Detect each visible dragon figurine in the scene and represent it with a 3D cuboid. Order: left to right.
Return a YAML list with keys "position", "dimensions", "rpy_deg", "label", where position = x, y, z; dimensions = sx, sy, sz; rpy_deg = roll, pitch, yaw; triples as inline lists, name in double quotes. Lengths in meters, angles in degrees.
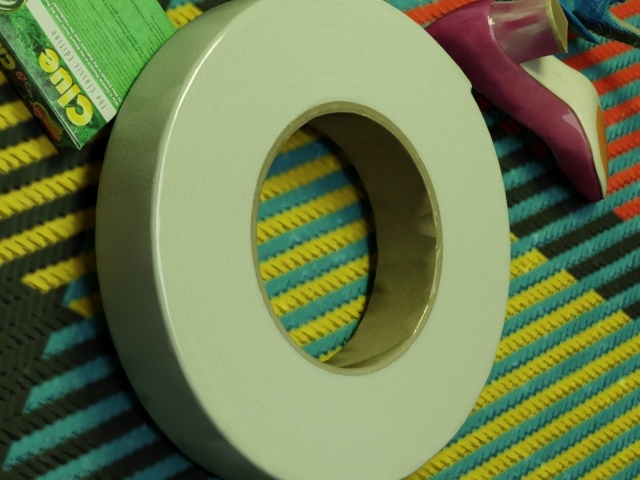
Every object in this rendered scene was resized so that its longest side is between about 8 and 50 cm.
- position: [0.210, -0.214, 1.679]
  dimensions: [0.289, 0.085, 0.144]
  rpy_deg: [51, 56, -19]
  label: "dragon figurine"

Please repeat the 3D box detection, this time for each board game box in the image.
- position: [-0.208, -0.204, 1.342]
  dimensions: [0.136, 0.030, 0.259]
  rpy_deg: [-49, 115, -38]
  label: "board game box"

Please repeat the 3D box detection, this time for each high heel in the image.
- position: [0.179, -0.115, 1.673]
  dimensions: [0.244, 0.117, 0.082]
  rpy_deg: [58, 29, -47]
  label: "high heel"

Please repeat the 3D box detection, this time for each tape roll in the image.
- position: [0.000, 0.000, 1.451]
  dimensions: [0.392, 0.072, 0.392]
  rpy_deg: [4, 84, -44]
  label: "tape roll"
